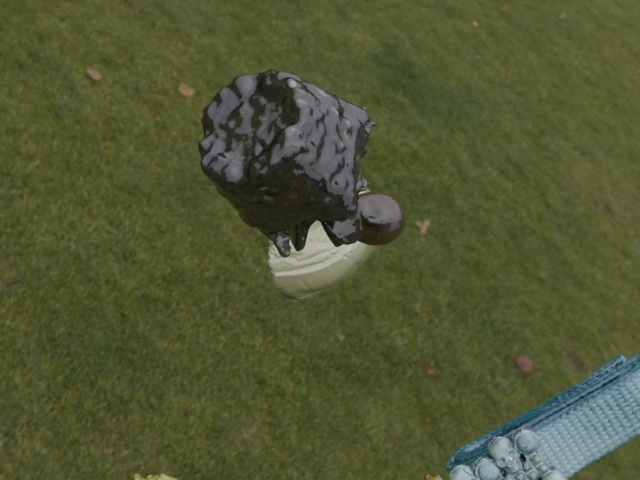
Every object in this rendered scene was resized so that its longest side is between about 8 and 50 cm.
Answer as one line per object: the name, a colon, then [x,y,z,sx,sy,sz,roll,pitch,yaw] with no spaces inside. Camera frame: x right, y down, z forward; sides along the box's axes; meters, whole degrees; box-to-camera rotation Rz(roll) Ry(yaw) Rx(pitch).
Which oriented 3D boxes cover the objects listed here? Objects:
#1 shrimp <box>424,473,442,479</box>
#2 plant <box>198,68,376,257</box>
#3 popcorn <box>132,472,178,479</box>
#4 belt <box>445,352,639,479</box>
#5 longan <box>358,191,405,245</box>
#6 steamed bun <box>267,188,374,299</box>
shrimp: [0.106,0.342,0.805,0.166,0.049,0.161,-28,60,-8]
plant: [-0.026,-0.100,1.054,0.276,0.188,0.199,38,55,-56]
popcorn: [-0.247,0.412,1.130,0.162,0.135,0.141,43,66,-41]
belt: [0.168,0.138,0.538,0.065,0.179,0.100,55,13,5]
longan: [0.089,-0.038,1.306,0.113,0.092,0.113,18,7,-2]
steamed bun: [0.000,0.000,1.704,0.273,0.272,0.290,3,2,18]
